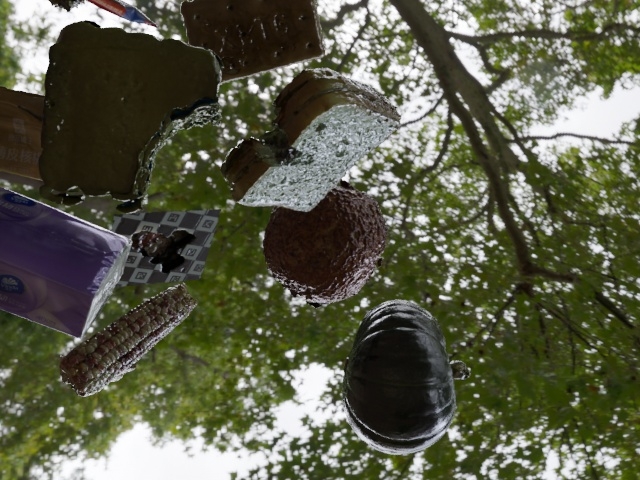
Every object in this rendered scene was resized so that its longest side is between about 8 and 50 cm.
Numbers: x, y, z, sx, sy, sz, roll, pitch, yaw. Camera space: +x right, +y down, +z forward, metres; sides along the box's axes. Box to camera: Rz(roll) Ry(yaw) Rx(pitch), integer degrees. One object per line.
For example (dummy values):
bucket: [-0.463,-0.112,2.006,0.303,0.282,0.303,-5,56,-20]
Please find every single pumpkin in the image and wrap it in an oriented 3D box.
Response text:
pumpkin: [0.140,0.222,1.023,0.216,0.250,0.250,-7,-110,0]

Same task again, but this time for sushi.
sushi: [-0.521,0.007,1.997,0.069,0.339,0.320,57,-41,38]

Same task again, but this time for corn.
corn: [-0.293,0.146,0.965,0.079,0.237,0.079,31,-37,27]

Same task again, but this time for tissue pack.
tissue pack: [-0.609,0.040,1.339,0.242,0.338,0.160,-82,-163,-56]

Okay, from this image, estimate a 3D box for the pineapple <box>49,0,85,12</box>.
pineapple: [-0.682,-0.690,1.635,0.166,0.166,0.193,-24,-106,36]

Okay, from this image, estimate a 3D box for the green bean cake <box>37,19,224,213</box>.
green bean cake: [-0.322,-0.199,1.080,0.202,0.285,0.310,-156,-103,-74]

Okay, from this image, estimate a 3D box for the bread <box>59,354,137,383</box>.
bread: [-0.552,0.302,1.534,0.105,0.152,0.077,-37,-119,32]

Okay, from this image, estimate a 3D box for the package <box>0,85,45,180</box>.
package: [-0.691,-0.276,1.539,0.311,0.165,0.221,13,-121,13]

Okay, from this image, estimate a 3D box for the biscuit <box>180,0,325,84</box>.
biscuit: [-0.161,-0.510,1.505,0.325,0.217,0.044,-15,-152,-1]

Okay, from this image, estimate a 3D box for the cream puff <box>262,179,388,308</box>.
cream puff: [-0.003,-0.004,1.610,0.350,0.229,0.350,-4,-101,22]

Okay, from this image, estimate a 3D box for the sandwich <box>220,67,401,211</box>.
sandwich: [-0.021,-0.168,1.069,0.273,0.249,0.095,-43,-113,27]

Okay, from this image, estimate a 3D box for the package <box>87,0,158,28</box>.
package: [-0.271,-0.293,0.733,0.083,0.200,0.022,30,-80,9]
